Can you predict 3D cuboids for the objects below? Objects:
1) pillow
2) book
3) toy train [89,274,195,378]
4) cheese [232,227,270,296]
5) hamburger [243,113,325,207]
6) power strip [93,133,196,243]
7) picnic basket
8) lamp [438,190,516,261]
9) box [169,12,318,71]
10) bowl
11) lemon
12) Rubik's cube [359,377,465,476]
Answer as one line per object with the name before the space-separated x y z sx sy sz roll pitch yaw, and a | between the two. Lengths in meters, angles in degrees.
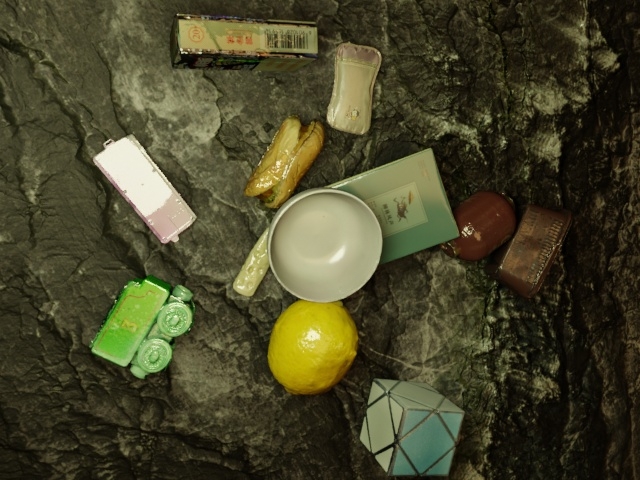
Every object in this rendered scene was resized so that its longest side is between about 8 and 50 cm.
pillow | 0.088 -0.405 1.369 0.131 0.038 0.232 6 98 -18
book | 0.162 -0.064 1.390 0.380 0.031 0.264 -19 106 4
toy train | -0.417 0.201 1.236 0.188 0.132 0.243 31 87 -13
cheese | -0.162 0.055 1.348 0.065 0.043 0.194 32 87 -23
hamburger | -0.077 -0.197 1.294 0.124 0.131 0.262 29 93 -22
power strip | -0.415 -0.122 1.229 0.109 0.037 0.278 -39 109 -11
picnic basket | 0.615 0.017 1.559 0.129 0.222 0.296 26 89 1
lamp | 0.454 -0.037 1.497 0.258 0.180 0.180 -35 108 -11
box | -0.179 -0.447 1.178 0.310 0.198 0.084 -5 101 -19
bowl | 0.000 0.000 1.299 0.287 0.144 0.286 -3 106 -12
lemon | -0.021 0.275 1.336 0.234 0.233 0.288 19 102 -22
Rubik's cube | 0.260 0.539 1.493 0.205 0.207 0.204 11 94 -20
